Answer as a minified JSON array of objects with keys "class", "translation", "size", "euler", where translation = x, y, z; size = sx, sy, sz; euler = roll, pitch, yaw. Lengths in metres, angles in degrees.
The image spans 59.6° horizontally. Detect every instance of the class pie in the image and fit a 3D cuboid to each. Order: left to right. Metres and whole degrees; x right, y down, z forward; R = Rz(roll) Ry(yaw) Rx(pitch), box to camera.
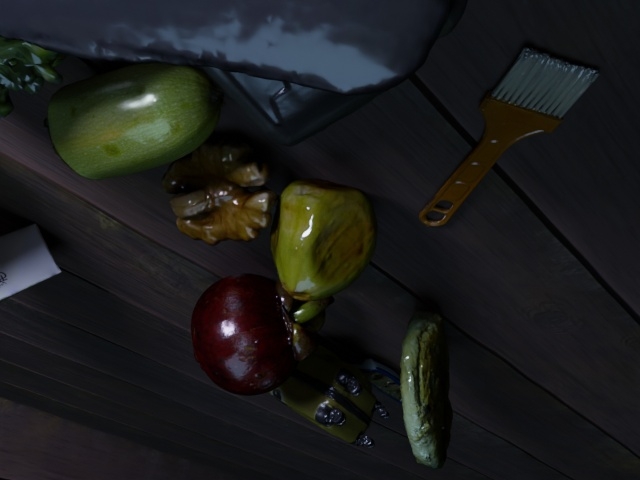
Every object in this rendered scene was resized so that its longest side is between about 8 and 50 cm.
[{"class":"pie","translation":[0.191,0.254,0.985],"size":[0.079,0.276,0.277],"euler":[-1,145,14]}]

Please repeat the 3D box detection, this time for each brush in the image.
[{"class":"brush","translation":[0.192,-0.097,0.663],"size":[0.090,0.017,0.314],"euler":[16,148,-8]}]

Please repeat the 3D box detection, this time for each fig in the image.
[{"class":"fig","translation":[0.000,0.000,0.731],"size":[0.154,0.165,0.144],"euler":[-15,143,34]}]

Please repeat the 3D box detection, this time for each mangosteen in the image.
[{"class":"mangosteen","translation":[-0.095,0.150,0.975],"size":[0.258,0.215,0.215],"euler":[-22,143,0]}]

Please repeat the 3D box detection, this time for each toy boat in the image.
[{"class":"toy boat","translation":[0.165,0.333,1.301],"size":[0.080,0.045,0.229],"euler":[-14,140,33]}]

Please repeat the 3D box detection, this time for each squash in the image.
[{"class":"squash","translation":[-0.192,-0.137,0.626],"size":[0.187,0.123,0.123],"euler":[-7,143,21]}]

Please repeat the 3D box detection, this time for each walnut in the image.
[{"class":"walnut","translation":[-0.130,-0.066,0.743],"size":[0.170,0.069,0.142],"euler":[-6,108,31]}]

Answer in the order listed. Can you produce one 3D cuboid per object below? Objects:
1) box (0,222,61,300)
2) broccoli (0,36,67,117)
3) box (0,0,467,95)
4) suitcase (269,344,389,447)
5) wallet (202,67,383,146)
[{"class":"box","translation":[-0.619,0.079,0.956],"size":[0.195,0.260,0.111],"euler":[-17,103,38]},{"class":"broccoli","translation":[-0.386,-0.223,0.459],"size":[0.324,0.272,0.334],"euler":[-32,130,16]},{"class":"box","translation":[-0.078,-0.270,0.270],"size":[0.351,0.091,0.358],"euler":[8,112,4]},{"class":"suitcase","translation":[0.014,0.325,1.207],"size":[0.235,0.143,0.194],"euler":[17,157,41]},{"class":"wallet","translation":[-0.054,-0.203,0.548],"size":[0.169,0.052,0.245],"euler":[-20,134,32]}]
